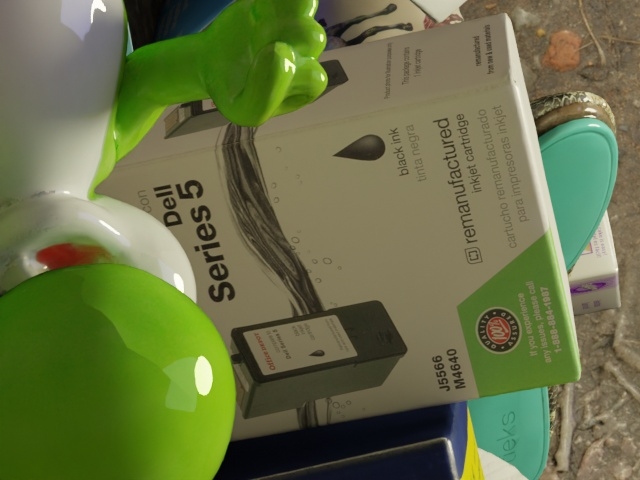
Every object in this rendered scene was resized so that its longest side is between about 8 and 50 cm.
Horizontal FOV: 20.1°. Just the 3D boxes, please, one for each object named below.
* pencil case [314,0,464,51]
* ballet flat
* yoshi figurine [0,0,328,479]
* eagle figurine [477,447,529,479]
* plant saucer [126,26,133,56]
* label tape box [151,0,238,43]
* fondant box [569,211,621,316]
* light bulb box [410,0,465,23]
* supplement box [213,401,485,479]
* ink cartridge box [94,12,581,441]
[{"bbox_3d":[0.067,-0.153,1.773,0.160,0.183,0.410,81,-7,-70],"label":"pencil case"},{"bbox_3d":[0.134,0.026,1.542,0.483,0.164,0.182,92,-24,-45],"label":"ballet flat"},{"bbox_3d":[-0.108,-0.033,0.695,0.203,0.203,0.362,-40,120,-64],"label":"yoshi figurine"},{"bbox_3d":[0.048,0.235,1.399,0.298,0.226,0.225,73,27,-68],"label":"eagle figurine"},{"bbox_3d":[-0.128,-0.065,1.207,0.067,0.018,0.192,43,34,-78],"label":"plant saucer"},{"bbox_3d":[-0.066,-0.127,1.435,0.249,0.115,0.348,-89,160,-64],"label":"label tape box"},{"bbox_3d":[0.146,0.043,1.912,0.238,0.330,0.096,46,31,-75],"label":"fondant box"},{"bbox_3d":[0.029,-0.413,1.525,0.358,0.225,0.361,52,11,16],"label":"light bulb box"},{"bbox_3d":[0.031,0.287,1.118,0.194,0.195,0.356,-52,129,-81],"label":"supplement box"},{"bbox_3d":[0.000,0.000,1.069,0.115,0.273,0.198,-84,160,-62],"label":"ink cartridge box"}]
